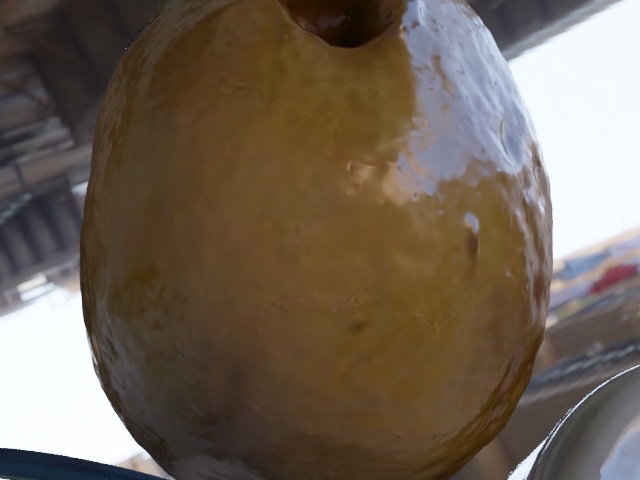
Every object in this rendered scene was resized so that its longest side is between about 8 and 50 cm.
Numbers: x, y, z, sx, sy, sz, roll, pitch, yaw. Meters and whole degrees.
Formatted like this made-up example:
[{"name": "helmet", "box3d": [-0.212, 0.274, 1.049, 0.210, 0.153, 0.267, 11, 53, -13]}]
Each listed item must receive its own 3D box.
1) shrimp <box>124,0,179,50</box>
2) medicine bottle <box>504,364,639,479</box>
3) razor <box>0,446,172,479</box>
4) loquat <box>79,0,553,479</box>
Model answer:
[{"name": "shrimp", "box3d": [-0.068, -0.145, 0.896, 0.049, 0.161, 0.166, 35, -63, -9]}, {"name": "medicine bottle", "box3d": [0.202, 0.222, 1.009, 0.241, 0.241, 0.302, 55, -23, 15]}, {"name": "razor", "box3d": [-0.149, 0.152, 1.049, 0.191, 0.068, 0.037, 7, -51, 11]}, {"name": "loquat", "box3d": [0.000, 0.000, 0.677, 0.238, 0.193, 0.238, -178, -90, -77]}]
